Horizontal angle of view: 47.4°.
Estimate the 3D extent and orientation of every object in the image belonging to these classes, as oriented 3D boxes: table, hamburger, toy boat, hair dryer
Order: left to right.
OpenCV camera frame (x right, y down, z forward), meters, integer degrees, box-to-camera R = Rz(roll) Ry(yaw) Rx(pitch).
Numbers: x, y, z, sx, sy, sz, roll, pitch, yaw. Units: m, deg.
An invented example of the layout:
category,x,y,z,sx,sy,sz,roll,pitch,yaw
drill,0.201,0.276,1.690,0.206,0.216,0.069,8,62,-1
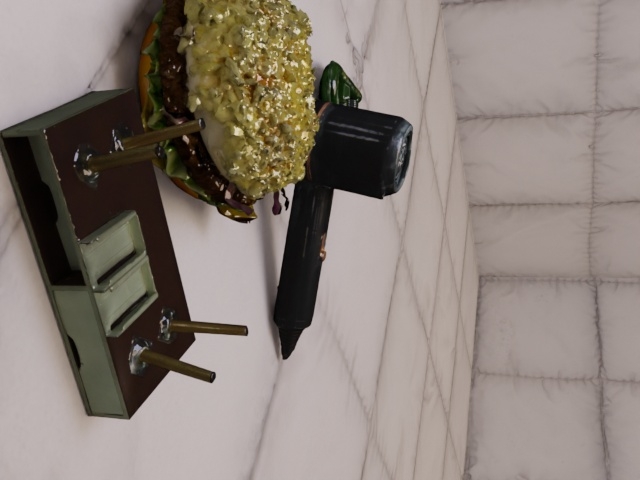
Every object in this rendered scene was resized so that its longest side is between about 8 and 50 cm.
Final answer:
category,x,y,z,sx,sy,sz,roll,pitch,yaw
table,-0.137,0.010,0.576,0.121,0.111,0.240,-56,141,-59
hamburger,-0.076,-0.140,0.719,0.262,0.139,0.243,41,50,-65
hair dryer,0.000,0.000,0.935,0.107,0.189,0.352,-38,139,-65
toy boat,0.036,-0.228,1.200,0.210,0.052,0.104,31,63,-70
